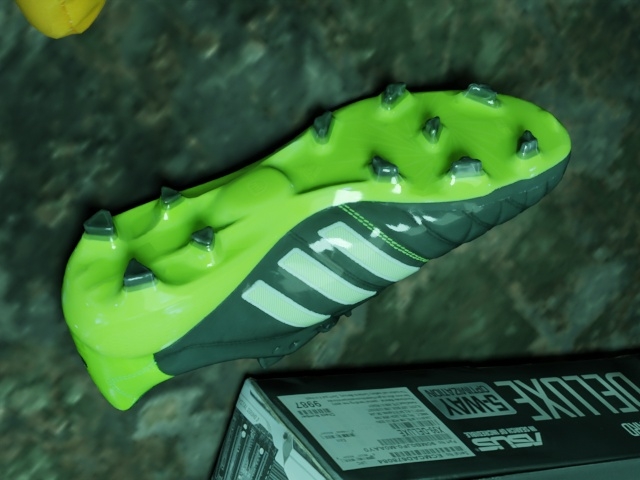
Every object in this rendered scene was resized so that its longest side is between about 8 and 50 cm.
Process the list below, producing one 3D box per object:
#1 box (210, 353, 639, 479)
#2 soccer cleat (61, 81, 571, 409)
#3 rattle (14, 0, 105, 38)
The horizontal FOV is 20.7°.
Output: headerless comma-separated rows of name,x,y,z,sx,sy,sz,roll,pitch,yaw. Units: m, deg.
box,0.074,0.167,0.733,0.307,0.076,0.242,0,120,-38
soccer cleat,0.000,0.000,0.579,0.179,0.060,0.072,-21,140,-17
rattle,-0.003,-0.115,0.436,0.200,0.143,0.130,0,101,-31
